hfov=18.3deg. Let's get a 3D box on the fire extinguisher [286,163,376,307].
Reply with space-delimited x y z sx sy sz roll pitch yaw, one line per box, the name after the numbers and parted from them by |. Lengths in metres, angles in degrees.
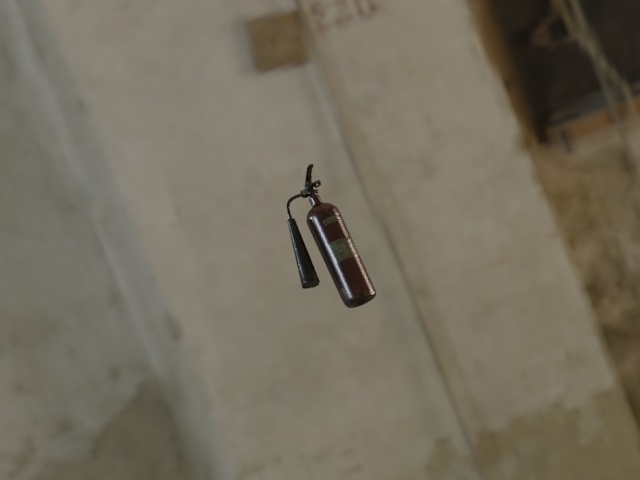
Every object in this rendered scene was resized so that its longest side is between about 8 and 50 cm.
-0.002 0.002 1.373 0.046 0.100 0.032 -26 -13 0 | fire extinguisher
